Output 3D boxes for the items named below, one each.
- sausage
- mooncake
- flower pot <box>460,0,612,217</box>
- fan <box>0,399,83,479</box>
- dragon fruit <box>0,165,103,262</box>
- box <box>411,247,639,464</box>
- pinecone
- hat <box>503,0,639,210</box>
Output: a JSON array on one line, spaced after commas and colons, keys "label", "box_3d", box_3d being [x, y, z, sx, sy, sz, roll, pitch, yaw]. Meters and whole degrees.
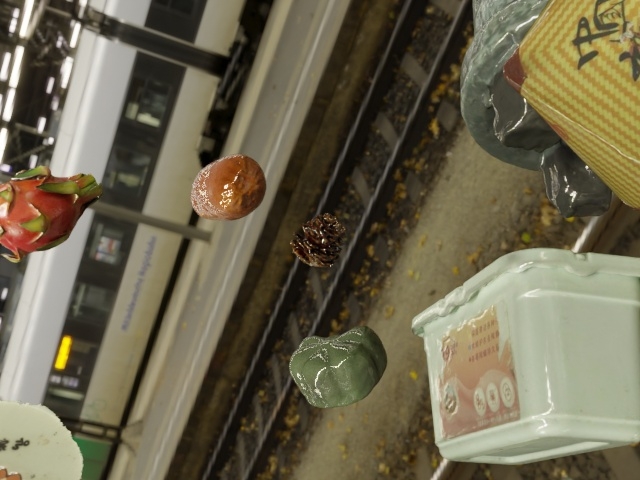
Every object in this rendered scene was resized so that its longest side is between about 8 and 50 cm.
[{"label": "sausage", "box_3d": [-0.163, -0.089, 1.281, 0.259, 0.114, 0.113, -175, 101, -71]}, {"label": "mooncake", "box_3d": [0.033, 0.222, 1.339, 0.104, 0.175, 0.168, 63, 177, -17]}, {"label": "flower pot", "box_3d": [0.281, -0.201, 0.755, 0.299, 0.299, 0.282, 132, 148, -58]}, {"label": "fan", "box_3d": [-0.295, 0.257, 0.572, 0.329, 0.191, 0.009, -100, 11, -51]}, {"label": "dragon fruit", "box_3d": [-0.271, -0.033, 0.711, 0.086, 0.081, 0.116, -16, 13, 47]}, {"label": "box", "box_3d": [0.231, 0.146, 0.823, 0.312, 0.176, 0.182, 124, 150, -63]}, {"label": "pinecone", "box_3d": [0.000, 0.000, 1.064, 0.083, 0.077, 0.077, -54, 20, 15]}, {"label": "hat", "box_3d": [0.155, -0.110, 0.453, 0.193, 0.082, 0.192, -4, -90, -85]}]
